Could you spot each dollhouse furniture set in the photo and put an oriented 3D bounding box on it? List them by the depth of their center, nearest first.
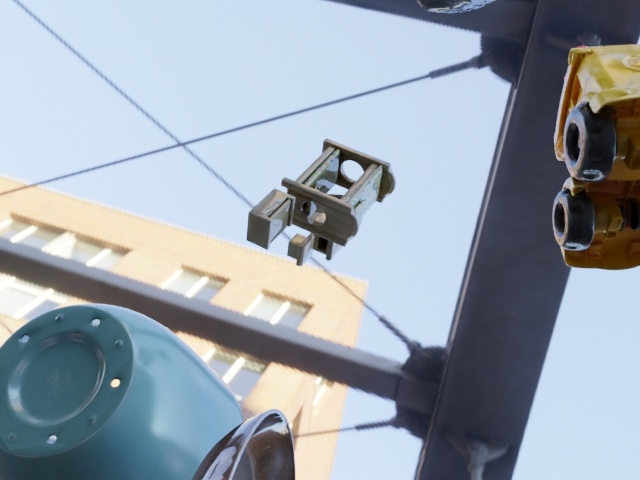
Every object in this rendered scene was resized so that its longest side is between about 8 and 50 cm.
[{"bbox_3d":[0.000,0.000,0.994,0.101,0.182,0.161,24,-47,17],"label":"dollhouse furniture set"}]

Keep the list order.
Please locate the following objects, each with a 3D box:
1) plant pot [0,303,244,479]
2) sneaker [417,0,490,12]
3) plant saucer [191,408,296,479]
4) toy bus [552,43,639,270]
[{"bbox_3d":[-0.260,0.211,0.982,0.293,0.293,0.235,7,-33,18],"label":"plant pot"},{"bbox_3d":[0.216,-0.333,1.017,0.224,0.098,0.083,-12,-72,24],"label":"sneaker"},{"bbox_3d":[-0.080,0.299,0.714,0.050,0.310,0.310,5,-65,10],"label":"plant saucer"},{"bbox_3d":[0.315,-0.108,0.894,0.149,0.211,0.220,-5,-50,-4],"label":"toy bus"}]
